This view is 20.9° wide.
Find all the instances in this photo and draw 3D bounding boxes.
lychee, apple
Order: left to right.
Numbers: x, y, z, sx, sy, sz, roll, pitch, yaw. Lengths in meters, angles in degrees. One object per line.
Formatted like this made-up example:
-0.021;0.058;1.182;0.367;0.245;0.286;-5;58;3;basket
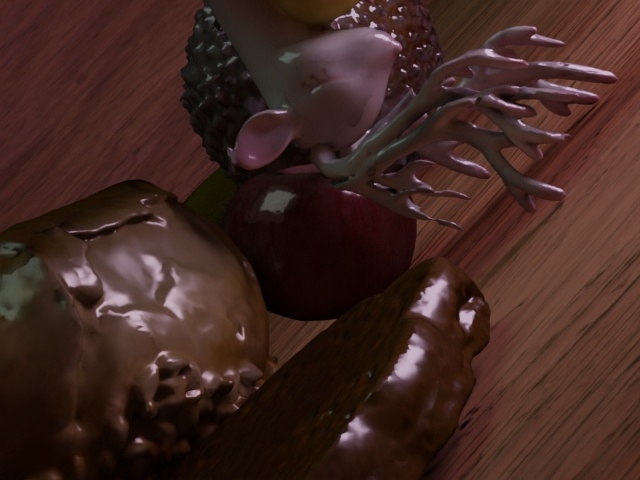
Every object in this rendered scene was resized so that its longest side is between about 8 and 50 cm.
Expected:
-0.009;-0.169;1.830;0.300;0.300;0.300;-44;7;6;lychee
0.000;0.000;1.359;0.153;0.120;0.153;-8;10;1;apple

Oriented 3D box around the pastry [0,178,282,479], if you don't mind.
-0.207;0.132;1.245;0.410;0.245;0.409;-31;-5;-3;pastry

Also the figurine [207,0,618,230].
0.040;-0.150;1.222;0.284;0.315;0.206;-7;29;20;figurine

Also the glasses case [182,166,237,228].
-0.122;0.016;2.029;0.173;0.141;0.371;-38;10;43;glasses case

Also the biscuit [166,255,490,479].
-0.039;0.156;0.944;0.359;0.074;0.381;-46;9;4;biscuit
